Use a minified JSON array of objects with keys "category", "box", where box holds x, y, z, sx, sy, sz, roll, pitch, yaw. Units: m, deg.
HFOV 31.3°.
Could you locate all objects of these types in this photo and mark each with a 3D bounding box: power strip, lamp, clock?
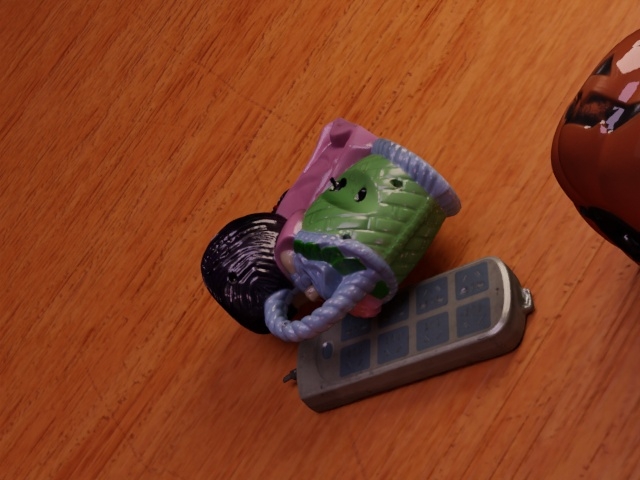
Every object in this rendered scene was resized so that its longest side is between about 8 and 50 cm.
[{"category":"power strip","box":[0.061,0.077,0.908,0.227,0.029,0.080,-22,45,26]},{"category":"lamp","box":[0.251,-0.057,0.740,0.164,0.187,0.188,-49,40,-4]},{"category":"clock","box":[0.000,0.000,0.948,0.195,0.100,0.194,-45,28,-4]}]
